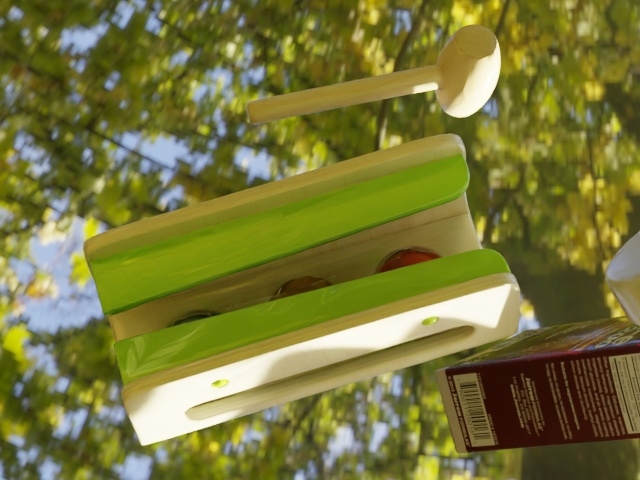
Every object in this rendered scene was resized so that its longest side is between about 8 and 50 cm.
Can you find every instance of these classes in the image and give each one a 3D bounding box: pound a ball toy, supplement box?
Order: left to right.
[{"bbox_3d":[0.000,0.000,1.227,0.319,0.208,0.135,-17,-27,-4],"label":"pound a ball toy"},{"bbox_3d":[0.220,0.102,1.317,0.239,0.130,0.073,-11,-85,44],"label":"supplement box"}]

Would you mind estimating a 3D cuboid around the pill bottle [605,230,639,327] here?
[{"bbox_3d":[0.301,0.101,1.061,0.162,0.162,0.278,-30,-81,21],"label":"pill bottle"}]
